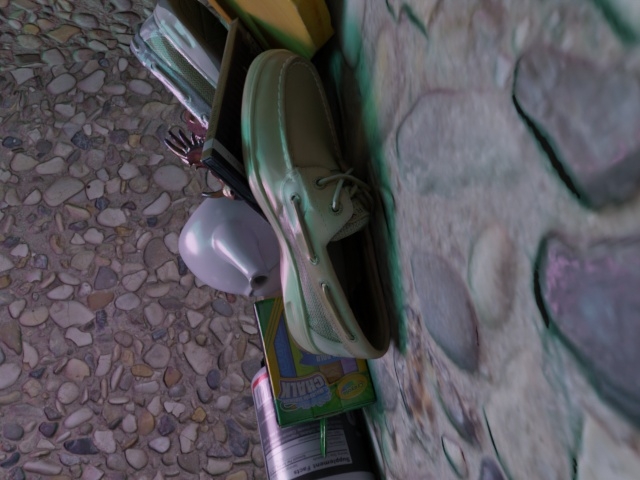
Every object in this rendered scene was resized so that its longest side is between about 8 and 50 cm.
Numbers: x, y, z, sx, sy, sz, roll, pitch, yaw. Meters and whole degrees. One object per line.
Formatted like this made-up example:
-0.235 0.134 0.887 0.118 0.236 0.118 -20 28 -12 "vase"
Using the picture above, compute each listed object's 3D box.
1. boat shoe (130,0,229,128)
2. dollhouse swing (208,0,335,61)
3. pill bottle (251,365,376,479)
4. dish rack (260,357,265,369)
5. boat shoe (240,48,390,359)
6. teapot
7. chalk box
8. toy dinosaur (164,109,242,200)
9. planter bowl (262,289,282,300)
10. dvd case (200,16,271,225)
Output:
-0.110 -0.157 0.654 0.320 0.103 0.118 51 -151 -12 "boat shoe"
-0.062 -0.397 0.540 0.315 0.305 0.347 -59 12 1 "dollhouse swing"
-0.007 0.335 0.795 0.161 0.161 0.283 90 166 -53 "pill bottle"
-0.113 0.207 1.392 0.208 0.074 0.271 122 147 -52 "dish rack"
0.007 -0.030 0.481 0.098 0.109 0.302 0 105 40 "boat shoe"
-0.097 0.008 0.864 0.187 0.256 0.252 46 143 7 "teapot"
-0.007 0.185 0.708 0.132 0.132 0.213 108 148 -71 "chalk box"
-0.165 -0.192 0.807 0.127 0.200 0.296 35 -176 -31 "toy dinosaur"
-0.075 0.168 1.196 0.162 0.109 0.162 169 90 -82 "planter bowl"
-0.057 -0.117 0.560 0.164 0.018 0.221 45 -145 -44 "dvd case"
